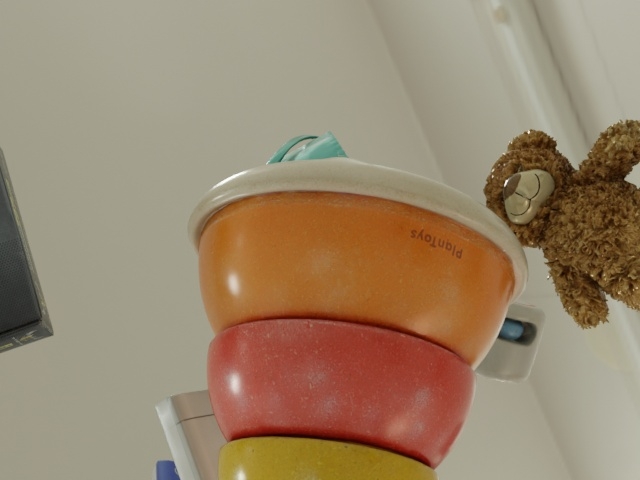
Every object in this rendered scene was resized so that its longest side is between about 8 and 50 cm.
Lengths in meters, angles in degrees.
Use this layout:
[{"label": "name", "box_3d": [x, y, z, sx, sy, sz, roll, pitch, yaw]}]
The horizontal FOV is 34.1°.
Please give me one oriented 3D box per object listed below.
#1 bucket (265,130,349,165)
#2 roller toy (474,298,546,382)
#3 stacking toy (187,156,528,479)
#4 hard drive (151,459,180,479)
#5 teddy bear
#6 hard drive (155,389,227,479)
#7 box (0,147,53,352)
[{"label": "bucket", "box_3d": [0.000, 0.000, 1.388, 0.183, 0.281, 0.281, -32, -73, 3]}, {"label": "roller toy", "box_3d": [0.283, 0.149, 1.790, 0.209, 0.191, 0.146, 7, -80, -71]}, {"label": "stacking toy", "box_3d": [0.004, 0.194, 0.993, 0.350, 0.350, 0.480, 26, -119, -31]}, {"label": "hard drive", "box_3d": [-0.116, 0.429, 1.390, 0.210, 0.318, 0.040, 14, -63, -18]}, {"label": "teddy bear", "box_3d": [0.337, -0.011, 1.225, 0.338, 0.245, 0.113, 44, -143, 18]}, {"label": "hard drive", "box_3d": [-0.051, 0.345, 1.264, 0.233, 0.047, 0.353, 2, -120, -54]}, {"label": "box", "box_3d": [-0.399, 0.018, 1.090, 0.183, 0.059, 0.232, -18, -108, -6]}]
